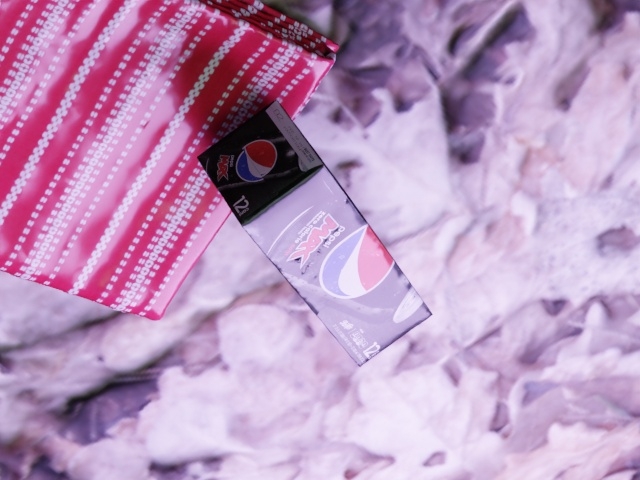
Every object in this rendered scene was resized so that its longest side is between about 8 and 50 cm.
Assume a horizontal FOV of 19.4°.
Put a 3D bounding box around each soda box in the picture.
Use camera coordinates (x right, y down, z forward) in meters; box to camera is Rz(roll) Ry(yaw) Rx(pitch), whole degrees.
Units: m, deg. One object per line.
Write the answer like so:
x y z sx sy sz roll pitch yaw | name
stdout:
0.000 0.000 1.008 0.053 0.060 0.169 -36 143 2 | soda box

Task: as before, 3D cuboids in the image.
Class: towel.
-0.145 -0.068 0.937 0.275 0.031 0.199 21 115 -34 | towel
